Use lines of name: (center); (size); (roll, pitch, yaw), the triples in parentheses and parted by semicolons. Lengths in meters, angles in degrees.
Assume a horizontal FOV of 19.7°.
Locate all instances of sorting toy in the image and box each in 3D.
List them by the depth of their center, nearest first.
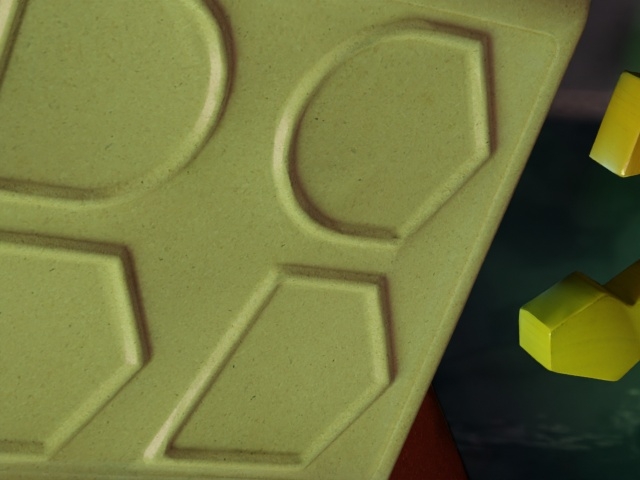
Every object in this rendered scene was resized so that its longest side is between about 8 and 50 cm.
sorting toy: (0.000, 0.000, 0.585); (0.307, 0.041, 0.229); (7, 110, -34)

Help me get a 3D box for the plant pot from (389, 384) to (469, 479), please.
plant pot: (-0.106, 0.133, 0.739); (0.267, 0.236, 0.267); (-5, 136, 19)
